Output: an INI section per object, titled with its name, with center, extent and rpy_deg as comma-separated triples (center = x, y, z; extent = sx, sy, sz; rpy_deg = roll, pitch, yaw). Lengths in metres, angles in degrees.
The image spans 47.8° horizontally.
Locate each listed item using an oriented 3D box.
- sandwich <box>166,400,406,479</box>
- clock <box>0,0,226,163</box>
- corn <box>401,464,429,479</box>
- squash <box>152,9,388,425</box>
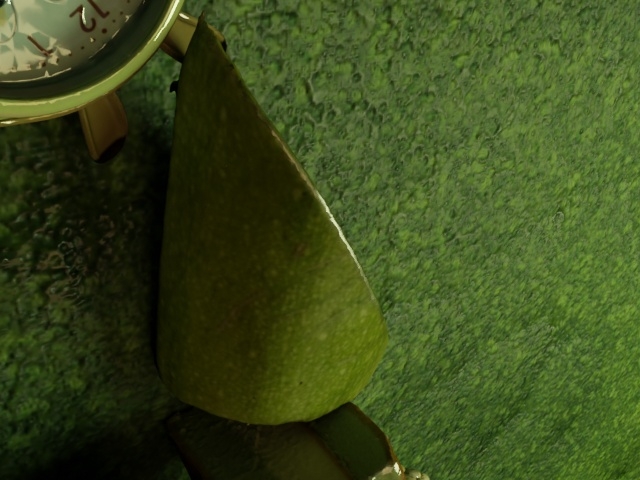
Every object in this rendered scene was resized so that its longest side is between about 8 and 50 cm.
[sandwich]
center = -0.010, 0.205, 0.523
extent = 0.117, 0.144, 0.187
rpy_deg = -26, 121, -22
[clock]
center = -0.127, -0.125, 0.299
extent = 0.170, 0.069, 0.232
rpy_deg = -46, 136, -7
[corn]
center = 0.047, 0.261, 0.636
extent = 0.087, 0.087, 0.211
rpy_deg = -66, 169, 13
[squash]
center = 0.000, 0.000, 0.425
extent = 0.169, 0.093, 0.252
rpy_deg = -13, 136, -31
